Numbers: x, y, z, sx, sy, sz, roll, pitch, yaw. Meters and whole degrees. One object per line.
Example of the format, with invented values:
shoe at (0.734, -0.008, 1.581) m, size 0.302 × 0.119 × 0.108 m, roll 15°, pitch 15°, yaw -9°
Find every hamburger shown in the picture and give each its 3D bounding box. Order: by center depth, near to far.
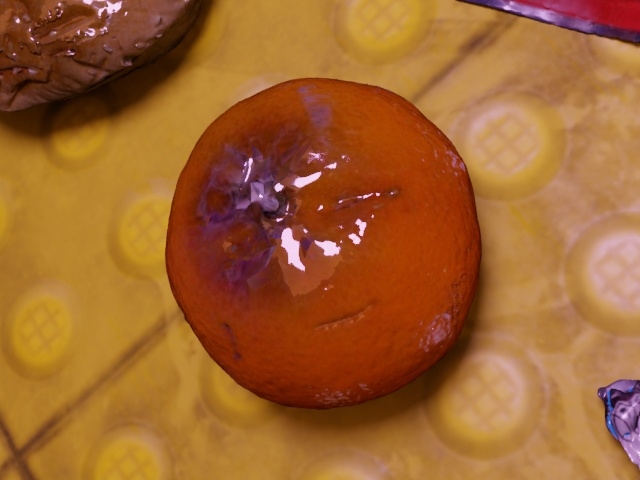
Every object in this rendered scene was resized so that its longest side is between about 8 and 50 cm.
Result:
hamburger at (-0.223, -0.249, 0.832) m, size 0.265 × 0.134 × 0.285 m, roll -16°, pitch 73°, yaw 20°

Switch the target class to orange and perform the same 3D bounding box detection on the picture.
orange at (0.000, 0.000, 0.653) m, size 0.224 × 0.170 × 0.224 m, roll -6°, pitch 74°, yaw 23°

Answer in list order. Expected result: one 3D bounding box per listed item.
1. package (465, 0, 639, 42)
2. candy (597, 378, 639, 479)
package at (0.209, -0.286, 0.700) m, size 0.194 × 0.071 × 0.269 m, roll 23°, pitch 90°, yaw 40°
candy at (0.190, 0.197, 0.592) m, size 0.094 × 0.051 × 0.226 m, roll 4°, pitch 76°, yaw 34°
